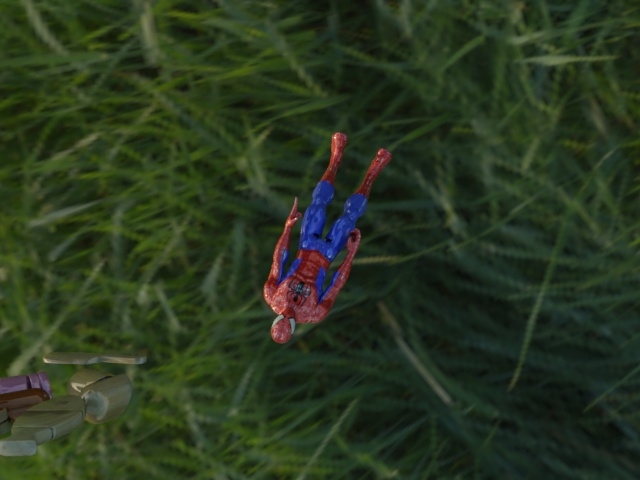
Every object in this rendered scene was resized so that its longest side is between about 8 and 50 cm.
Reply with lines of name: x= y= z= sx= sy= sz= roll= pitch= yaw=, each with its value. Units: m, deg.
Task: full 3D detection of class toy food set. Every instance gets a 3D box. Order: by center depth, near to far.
toy food set: x=-0.131 y=0.079 z=0.769 sx=0.078 sy=0.122 sz=0.019 roll=0 pitch=104 yaw=23

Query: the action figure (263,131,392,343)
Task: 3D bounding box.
action figure: x=0.000 y=0.000 z=0.806 sx=0.038 sy=0.115 sz=0.030 roll=23 pitch=153 yaw=0
